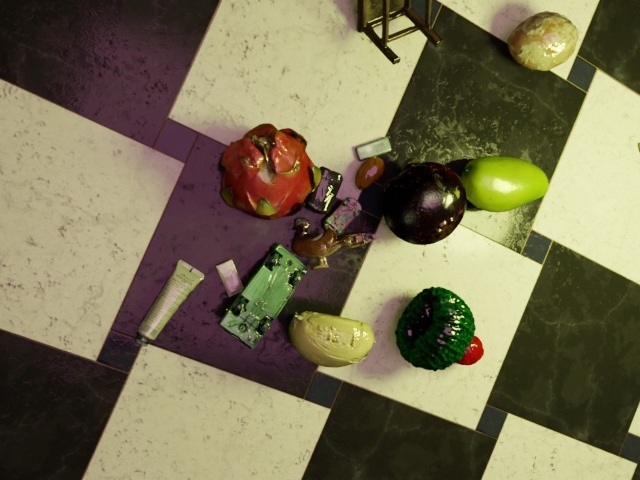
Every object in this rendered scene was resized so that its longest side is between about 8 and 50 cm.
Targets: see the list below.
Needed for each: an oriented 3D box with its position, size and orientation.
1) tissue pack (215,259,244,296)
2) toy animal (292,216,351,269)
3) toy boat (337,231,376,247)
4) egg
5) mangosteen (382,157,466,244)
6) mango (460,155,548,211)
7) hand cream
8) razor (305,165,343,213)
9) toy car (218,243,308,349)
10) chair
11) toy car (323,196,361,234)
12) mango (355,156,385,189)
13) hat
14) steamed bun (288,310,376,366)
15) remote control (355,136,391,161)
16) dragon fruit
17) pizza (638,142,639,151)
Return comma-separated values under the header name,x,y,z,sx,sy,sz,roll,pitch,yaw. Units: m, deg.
name,x,y,z,sx,sy,sz,roll,pitch,yaw
tissue pack,-0.284,0.119,1.703,0.056,0.023,0.108,-24,98,-12
toy animal,0.000,0.000,1.731,0.188,0.089,0.179,-14,84,12
toy boat,0.112,0.000,1.789,0.149,0.049,0.047,-10,95,-14
egg,0.760,-0.681,1.851,0.233,0.195,0.194,-4,95,4
mangosteen,0.326,-0.128,1.739,0.288,0.288,0.287,-1,94,-15
mango,0.642,-0.192,1.864,0.343,0.156,0.192,0,94,-16
hand cream,-0.469,0.195,1.647,0.095,0.059,0.276,36,79,-13
razor,0.012,-0.160,1.750,0.090,0.054,0.148,22,88,-15
toy car,-0.180,0.169,1.689,0.141,0.097,0.320,40,69,-13
chair,0.198,-0.788,1.711,0.203,0.416,0.240,-27,144,-11
toy car,0.071,-0.081,1.772,0.069,0.055,0.142,42,96,-13
mango,0.164,-0.223,1.783,0.127,0.063,0.077,-48,110,-8
hat,0.428,0.318,1.831,0.332,0.242,0.274,29,109,-37
steamed bun,0.025,0.317,1.693,0.273,0.232,0.166,12,84,-14
remote control,0.177,-0.306,1.805,0.125,0.018,0.053,-22,100,-12
dragon fruit,-0.149,-0.203,1.619,0.306,0.226,0.305,0,91,-17
pizza,1.273,-0.356,2.090,0.078,0.025,0.083,-35,100,-8
